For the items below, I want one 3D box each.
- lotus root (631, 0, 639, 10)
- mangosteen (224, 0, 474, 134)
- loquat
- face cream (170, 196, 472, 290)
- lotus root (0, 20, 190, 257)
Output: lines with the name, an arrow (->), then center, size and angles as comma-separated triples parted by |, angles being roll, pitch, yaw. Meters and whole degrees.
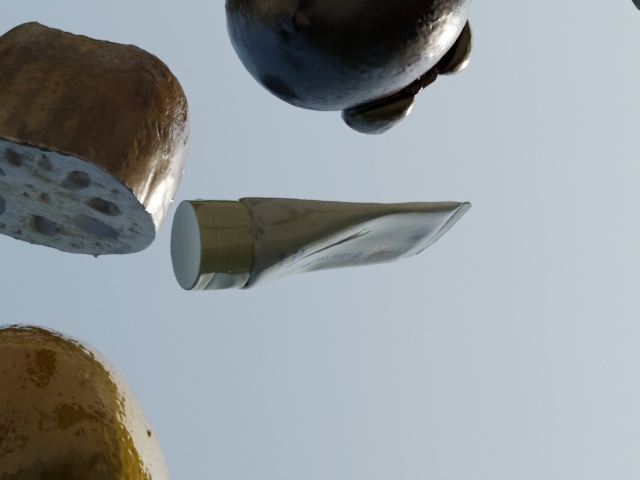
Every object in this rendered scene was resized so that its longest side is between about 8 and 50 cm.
lotus root -> 0.331, -0.234, 1.000 | 0.322, 0.140, 0.158 | -30, -160, -6
mangosteen -> 0.023, -0.136, 0.913 | 0.152, 0.152, 0.152 | 1, -141, -1
loquat -> -0.255, 0.211, 1.344 | 0.275, 0.275, 0.275 | 1, -141, -1
face cream -> 0.000, 0.000, 1.249 | 0.224, 0.114, 0.070 | -1, -112, -25
lotus root -> -0.126, -0.045, 0.781 | 0.122, 0.112, 0.081 | 13, -123, 6
